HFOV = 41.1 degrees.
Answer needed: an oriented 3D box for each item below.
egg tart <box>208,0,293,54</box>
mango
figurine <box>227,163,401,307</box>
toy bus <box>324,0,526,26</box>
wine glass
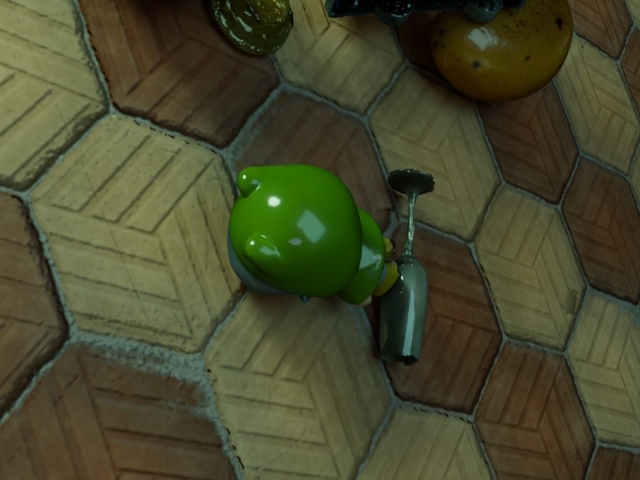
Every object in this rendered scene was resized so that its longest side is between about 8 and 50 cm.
[{"bbox_3d":[-0.083,-0.300,1.078,0.130,0.052,0.130,12,70,-34],"label":"egg tart"},{"bbox_3d":[0.279,-0.309,1.322,0.290,0.160,0.191,-26,100,-38],"label":"mango"},{"bbox_3d":[0.000,0.000,0.996,0.263,0.143,0.162,20,59,-47],"label":"figurine"},{"bbox_3d":[0.147,-0.413,1.162,0.312,0.152,0.190,-8,66,-19],"label":"toy bus"},{"bbox_3d":[0.111,0.039,1.117,0.074,0.074,0.262,22,64,-33],"label":"wine glass"}]
